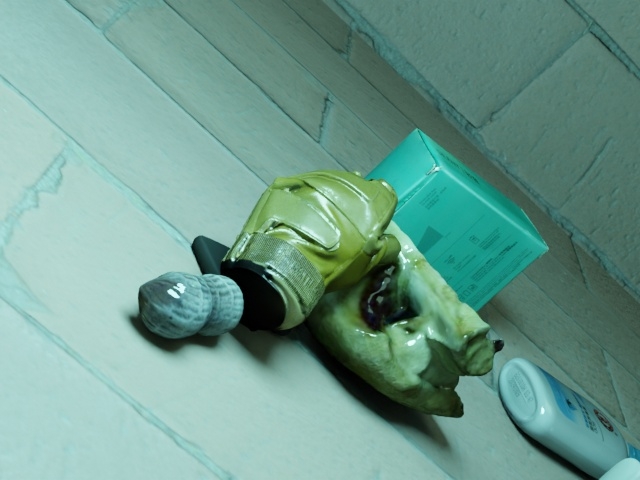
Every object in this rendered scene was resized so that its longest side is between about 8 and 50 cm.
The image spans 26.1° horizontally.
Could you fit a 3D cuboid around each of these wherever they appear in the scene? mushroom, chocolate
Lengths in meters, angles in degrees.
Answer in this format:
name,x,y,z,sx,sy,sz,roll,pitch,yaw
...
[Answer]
name,x,y,z,sx,sy,sz,roll,pitch,yaw
mushroom,0.084,0.127,1.791,0.212,0.217,0.292,-28,50,-30
chocolate,-0.137,0.069,1.469,0.072,0.072,0.167,51,15,18

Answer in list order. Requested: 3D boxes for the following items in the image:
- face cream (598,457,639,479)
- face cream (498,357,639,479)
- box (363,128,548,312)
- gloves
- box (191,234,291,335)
name,x,y,z,sx,sy,sz,roll,pitch,yaw
face cream,0.566,0.450,2.140,0.370,0.145,0.145,41,17,-20
face cream,0.422,0.311,2.231,0.337,0.080,0.163,34,21,-33
box,0.194,-0.019,2.238,0.311,0.205,0.118,32,20,-39
gloves,0.001,-0.012,1.651,0.154,0.141,0.331,19,34,20
box,-0.097,0.054,1.684,0.126,0.027,0.125,29,21,-40
